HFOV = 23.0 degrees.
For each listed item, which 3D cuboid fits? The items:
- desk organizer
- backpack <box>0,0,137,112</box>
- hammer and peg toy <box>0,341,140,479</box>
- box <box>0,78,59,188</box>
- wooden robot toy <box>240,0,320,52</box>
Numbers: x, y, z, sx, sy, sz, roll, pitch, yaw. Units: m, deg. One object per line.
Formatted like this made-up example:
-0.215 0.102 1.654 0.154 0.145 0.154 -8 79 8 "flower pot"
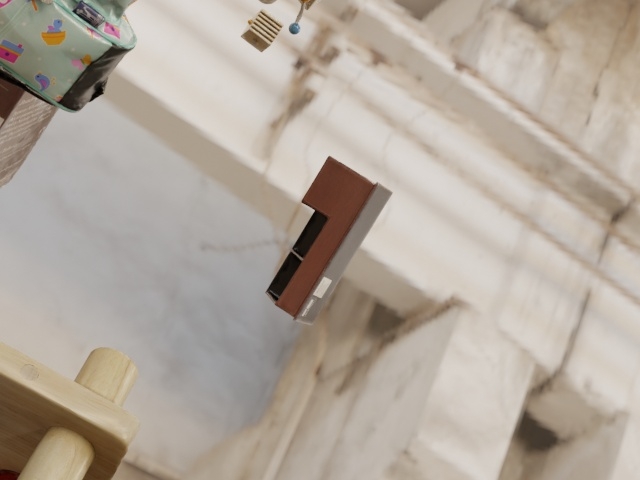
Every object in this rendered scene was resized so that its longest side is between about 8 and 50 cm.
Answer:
0.000 0.000 1.290 0.050 0.130 0.047 32 3 19 "desk organizer"
-0.234 -0.207 1.194 0.188 0.166 0.144 25 -64 -30 "backpack"
-0.218 0.150 1.095 0.361 0.127 0.266 28 -39 -2 "hammer and peg toy"
-0.377 -0.162 1.650 0.168 0.167 0.203 38 -67 3 "box"
-0.009 -0.262 1.548 0.076 0.173 0.079 52 -21 -7 "wooden robot toy"
